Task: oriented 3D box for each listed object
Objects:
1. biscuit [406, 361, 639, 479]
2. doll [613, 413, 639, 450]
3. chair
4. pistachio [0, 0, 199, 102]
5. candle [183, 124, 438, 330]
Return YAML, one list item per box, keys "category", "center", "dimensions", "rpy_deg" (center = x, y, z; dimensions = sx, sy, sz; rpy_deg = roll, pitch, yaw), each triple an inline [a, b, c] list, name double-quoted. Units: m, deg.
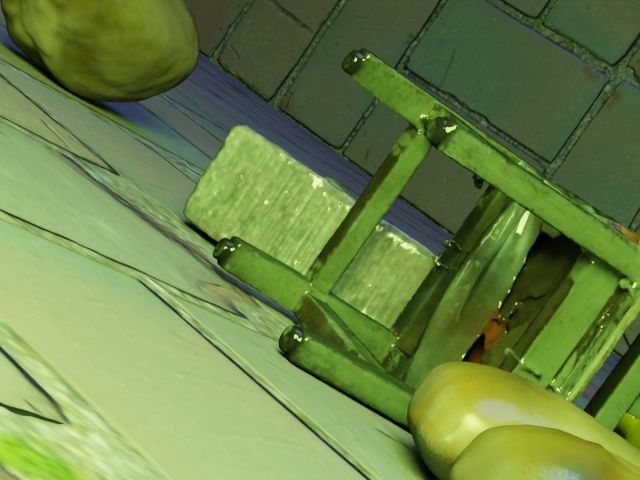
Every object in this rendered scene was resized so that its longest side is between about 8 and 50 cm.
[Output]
- category: "biscuit"
  center: [0.165, 0.150, 0.718]
  dimensions: [0.291, 0.062, 0.237]
  rpy_deg: [36, 4, -5]
- category: "doll"
  center: [0.242, 0.156, 0.980]
  dimensions: [0.241, 0.098, 0.135]
  rpy_deg: [35, 5, 40]
- category: "chair"
  center: [0.101, 0.040, 0.917]
  dimensions: [0.270, 0.136, 0.147]
  rpy_deg: [31, 7, -25]
- category: "pistachio"
  center: [-0.153, -0.159, 1.319]
  dimensions: [0.108, 0.126, 0.185]
  rpy_deg: [1, -20, 30]
- category: "candle"
  center: [0.000, 0.000, 1.057]
  dimensions: [0.168, 0.068, 0.192]
  rpy_deg: [31, 2, -29]
